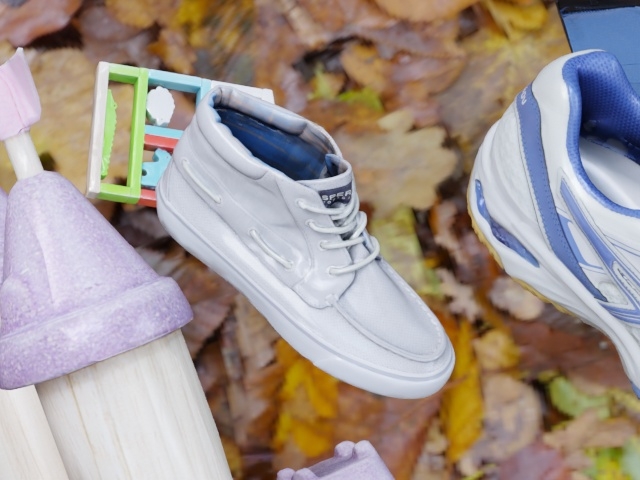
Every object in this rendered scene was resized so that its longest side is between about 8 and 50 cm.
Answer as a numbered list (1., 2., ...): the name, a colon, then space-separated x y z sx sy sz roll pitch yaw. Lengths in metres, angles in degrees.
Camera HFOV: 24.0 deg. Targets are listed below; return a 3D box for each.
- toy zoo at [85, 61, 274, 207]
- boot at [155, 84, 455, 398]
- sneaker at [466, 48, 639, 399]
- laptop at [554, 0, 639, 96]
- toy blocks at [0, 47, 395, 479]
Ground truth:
1. toy zoo: -0.169 -0.131 2.067 0.293 0.030 0.192 9 71 -18
2. boot: 0.000 0.000 1.063 0.258 0.123 0.095 35 46 7
3. sneaker: 0.205 0.024 0.772 0.296 0.131 0.112 38 57 11
4. laptop: 0.289 -0.060 0.882 0.408 0.382 0.236 -17 106 -55
5. toy blocks: -0.069 0.089 0.503 0.309 0.288 0.260 -21 90 -26
